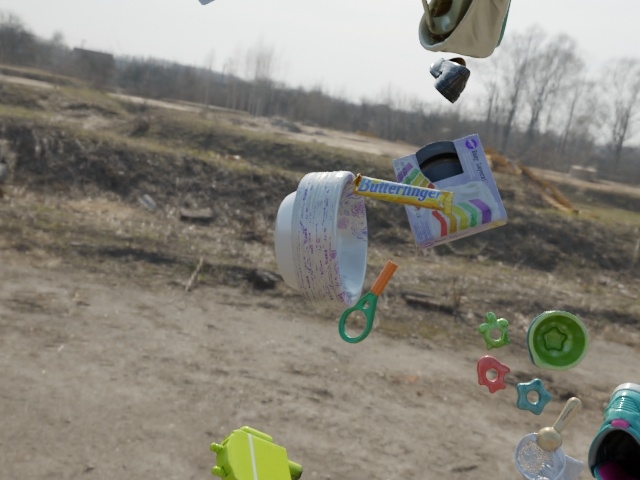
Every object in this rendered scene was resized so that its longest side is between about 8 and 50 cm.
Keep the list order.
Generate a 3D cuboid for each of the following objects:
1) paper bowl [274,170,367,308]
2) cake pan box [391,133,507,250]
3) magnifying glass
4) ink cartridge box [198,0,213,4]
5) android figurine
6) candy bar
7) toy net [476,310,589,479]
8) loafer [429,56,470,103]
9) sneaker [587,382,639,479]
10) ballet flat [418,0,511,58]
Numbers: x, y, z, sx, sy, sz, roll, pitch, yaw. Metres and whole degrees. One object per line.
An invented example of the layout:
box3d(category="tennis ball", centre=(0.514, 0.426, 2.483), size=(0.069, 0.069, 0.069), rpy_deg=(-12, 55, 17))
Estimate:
box3d(category="paper bowl", centre=(0.000, 0.000, 1.434), size=(0.147, 0.285, 0.284), rpy_deg=(-1, 7, 16))
box3d(category="cake pan box", centre=(0.338, -0.133, 1.814), size=(0.245, 0.267, 0.070), rpy_deg=(-15, -20, 6))
box3d(category="magnifying glass", centre=(0.123, 0.154, 1.715), size=(0.092, 0.231, 0.026), rpy_deg=(34, 5, 42))
box3d(category="ink cartridge box", centre=(-0.188, -0.468, 1.136), size=(0.104, 0.060, 0.180), rpy_deg=(-28, 47, -7))
box3d(category="android figurine", centre=(-0.146, 0.547, 1.608), size=(0.272, 0.056, 0.248), rpy_deg=(31, 26, -34))
box3d(category="candy bar", centre=(0.127, -0.073, 1.062), size=(0.161, 0.040, 0.018), rpy_deg=(11, -28, 0))
box3d(category="toy net", centre=(0.249, 0.199, 0.794), size=(0.122, 0.233, 0.045), rpy_deg=(-3, -4, 3))
box3d(category="loafer", centre=(0.236, -0.297, 1.216), size=(0.062, 0.061, 0.170), rpy_deg=(35, 25, -18))
box3d(category="sneaker", centre=(0.586, 0.436, 1.266), size=(0.123, 0.296, 0.178), rpy_deg=(-12, 10, 42))
box3d(category="ballet flat", centre=(0.187, -0.352, 0.836), size=(0.139, 0.139, 0.400), rpy_deg=(11, -19, 5))
